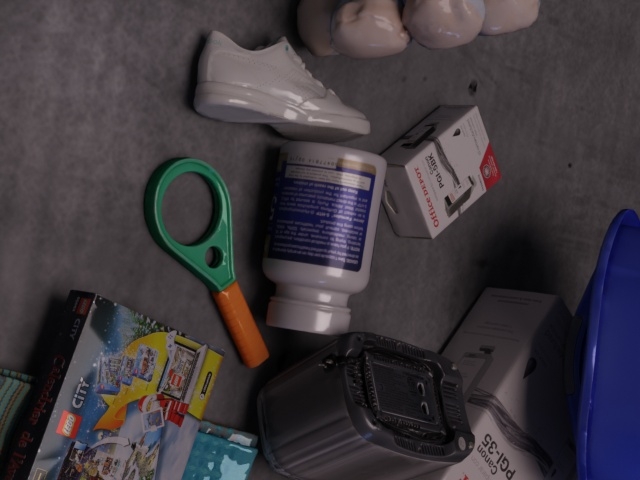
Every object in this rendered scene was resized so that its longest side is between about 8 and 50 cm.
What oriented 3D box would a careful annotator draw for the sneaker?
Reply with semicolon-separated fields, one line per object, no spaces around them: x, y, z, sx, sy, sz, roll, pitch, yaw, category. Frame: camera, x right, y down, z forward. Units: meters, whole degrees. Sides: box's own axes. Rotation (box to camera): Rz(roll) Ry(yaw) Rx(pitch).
-0.030;-0.156;1.441;0.212;0.080;0.094;13;74;-41;sneaker

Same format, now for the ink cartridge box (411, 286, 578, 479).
0.209;0.227;1.658;0.283;0.117;0.207;-53;126;-26;ink cartridge box

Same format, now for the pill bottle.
0.000;0.000;1.452;0.112;0.112;0.186;12;85;-42;pill bottle

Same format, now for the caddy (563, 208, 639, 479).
0.360;0.137;1.598;0.241;0.179;0.341;17;80;-67;caddy

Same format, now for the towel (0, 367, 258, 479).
-0.226;0.273;1.322;0.370;0.040;0.271;23;78;-41;towel

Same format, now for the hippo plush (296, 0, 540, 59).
0.105;-0.323;1.435;0.294;0.234;0.236;-22;109;-38;hippo plush

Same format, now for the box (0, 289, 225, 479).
-0.192;0.180;1.292;0.159;0.044;0.233;29;74;-39;box

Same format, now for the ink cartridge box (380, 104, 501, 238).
0.130;-0.077;1.600;0.135;0.056;0.099;-41;120;-33;ink cartridge box

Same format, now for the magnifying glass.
-0.105;0.024;1.418;0.092;0.026;0.231;-38;119;-33;magnifying glass

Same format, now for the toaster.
0.038;0.179;1.459;0.227;0.146;0.129;19;51;-44;toaster
